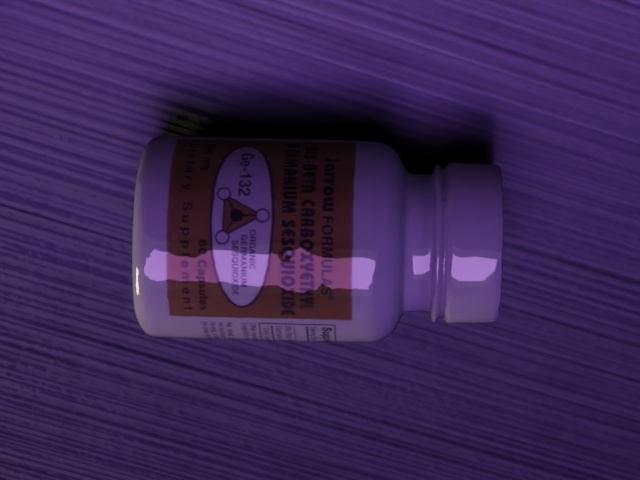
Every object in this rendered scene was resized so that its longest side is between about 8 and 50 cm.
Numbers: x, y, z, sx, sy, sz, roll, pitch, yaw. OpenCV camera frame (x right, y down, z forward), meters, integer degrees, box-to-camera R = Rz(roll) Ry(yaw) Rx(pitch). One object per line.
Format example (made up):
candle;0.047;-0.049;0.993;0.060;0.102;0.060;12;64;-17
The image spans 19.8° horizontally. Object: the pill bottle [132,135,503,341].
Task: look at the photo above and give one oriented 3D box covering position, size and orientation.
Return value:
pill bottle;0.000;0.000;1.175;0.229;0.131;0.131;1;125;2
